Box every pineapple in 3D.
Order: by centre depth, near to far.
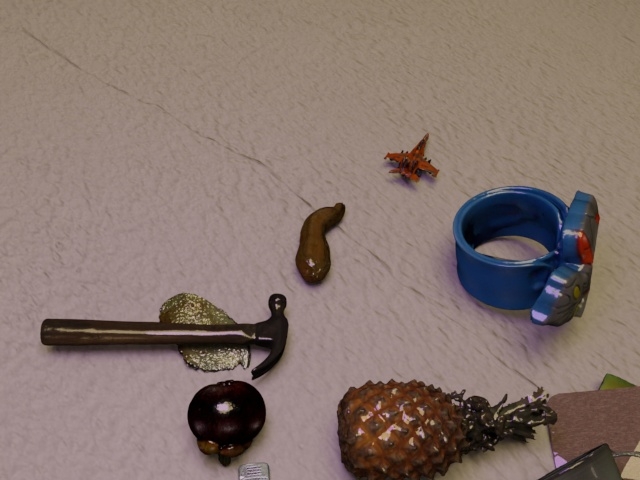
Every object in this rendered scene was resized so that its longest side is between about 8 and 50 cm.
[{"bbox_3d":[0.208,0.303,1.038,0.360,0.175,0.175,-3,51,-7],"label":"pineapple"}]

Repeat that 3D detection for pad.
[{"bbox_3d":[0.528,0.332,1.069,0.265,0.002,0.176,-10,55,17],"label":"pad"}]

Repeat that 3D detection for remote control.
[{"bbox_3d":[-0.103,0.416,1.009,0.053,0.018,0.125,-2,50,-6],"label":"remote control"}]

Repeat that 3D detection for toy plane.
[{"bbox_3d":[0.230,-0.200,1.534,0.135,0.062,0.188,21,38,12],"label":"toy plane"}]

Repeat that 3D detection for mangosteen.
[{"bbox_3d":[-0.154,0.301,1.046,0.139,0.140,0.140,3,50,-3],"label":"mangosteen"}]

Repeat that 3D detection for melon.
[{"bbox_3d":[0.552,0.330,1.115,0.117,0.064,0.210,-19,52,-12],"label":"melon"}]

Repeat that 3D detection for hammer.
[{"bbox_3d":[-0.278,0.168,1.156,0.439,0.044,0.169,2,52,-4],"label":"hammer"}]

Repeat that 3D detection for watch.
[{"bbox_3d":[0.392,0.043,1.255,0.274,0.242,0.305,12,46,27],"label":"watch"}]

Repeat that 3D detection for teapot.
[{"bbox_3d":[0.420,0.412,0.972,0.239,0.162,0.149,-33,64,9],"label":"teapot"}]

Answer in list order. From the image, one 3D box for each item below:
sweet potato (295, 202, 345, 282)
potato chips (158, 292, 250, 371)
[{"bbox_3d":[-0.005,-0.004,1.343,0.081,0.062,0.233,23,47,-6],"label":"sweet potato"},{"bbox_3d":[-0.221,0.178,1.194,0.209,0.026,0.142,19,52,8],"label":"potato chips"}]
